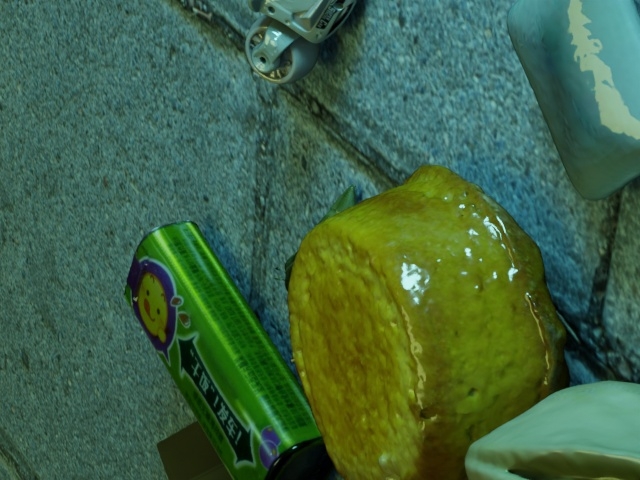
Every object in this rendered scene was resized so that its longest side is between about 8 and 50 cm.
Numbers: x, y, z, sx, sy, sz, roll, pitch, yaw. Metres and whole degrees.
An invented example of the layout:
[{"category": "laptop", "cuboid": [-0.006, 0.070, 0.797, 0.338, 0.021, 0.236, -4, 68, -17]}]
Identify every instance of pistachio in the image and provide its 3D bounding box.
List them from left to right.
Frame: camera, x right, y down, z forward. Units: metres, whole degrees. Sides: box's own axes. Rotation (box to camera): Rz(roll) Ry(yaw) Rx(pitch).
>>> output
[{"category": "pistachio", "cuboid": [0.238, 0.208, 1.447, 0.332, 0.226, 0.208, 7, 69, 63]}]

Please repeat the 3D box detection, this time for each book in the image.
[{"category": "book", "cuboid": [-0.105, 0.314, 2.296, 0.310, 0.021, 0.217, -34, 74, 60]}]

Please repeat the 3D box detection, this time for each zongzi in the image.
[{"category": "zongzi", "cuboid": [0.000, 0.000, 1.953, 0.154, 0.062, 0.130, -157, 77, -74]}]

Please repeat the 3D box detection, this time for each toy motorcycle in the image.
[{"category": "toy motorcycle", "cuboid": [-0.009, -0.250, 1.796, 0.112, 0.112, 0.254, 51, 142, 37]}]

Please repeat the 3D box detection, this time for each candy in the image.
[{"category": "candy", "cuboid": [0.210, -0.128, 1.473, 0.138, 0.071, 0.174, -39, 70, 59]}]

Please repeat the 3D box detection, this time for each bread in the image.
[{"category": "bread", "cuboid": [0.095, 0.094, 1.679, 0.312, 0.172, 0.312, 37, 134, 52]}]

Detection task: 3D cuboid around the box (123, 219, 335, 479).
[{"category": "box", "cuboid": [-0.101, 0.142, 2.126, 0.345, 0.097, 0.134, 55, 140, 34]}]
